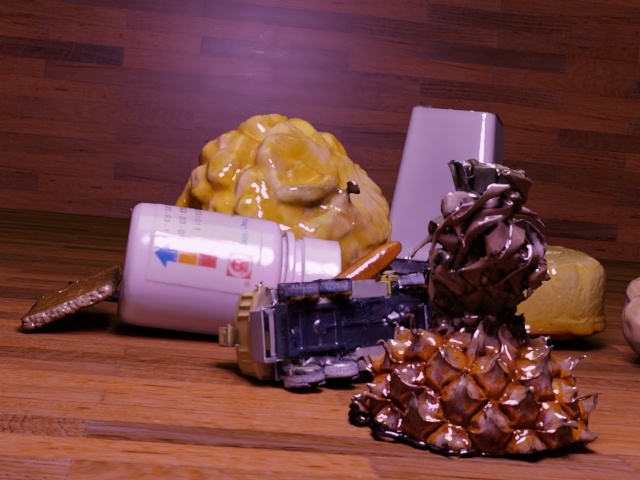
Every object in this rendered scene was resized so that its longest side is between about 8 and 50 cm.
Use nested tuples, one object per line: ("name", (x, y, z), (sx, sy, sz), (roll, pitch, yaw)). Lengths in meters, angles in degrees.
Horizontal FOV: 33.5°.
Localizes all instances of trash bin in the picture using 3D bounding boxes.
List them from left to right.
("trash bin", (0.284, -0.076, 2.187), (0.295, 0.368, 0.256), (7, -4, 19))

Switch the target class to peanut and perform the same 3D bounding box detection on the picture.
("peanut", (0.532, 0.118, 1.617), (0.149, 0.149, 0.313), (7, 11, 19))

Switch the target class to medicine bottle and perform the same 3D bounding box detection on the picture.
("medicine bottle", (-0.124, 0.048, 1.456), (0.292, 0.170, 0.170), (8, 4, -8))

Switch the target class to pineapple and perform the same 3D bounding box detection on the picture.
("pineapple", (0.164, 0.055, 1.071), (0.262, 0.272, 0.262), (5, 4, 0))

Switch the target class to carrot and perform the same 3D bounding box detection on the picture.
("carrot", (0.011, 0.072, 1.387), (0.247, 0.043, 0.043), (-36, 19, -17))

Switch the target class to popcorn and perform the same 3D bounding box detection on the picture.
("popcorn", (-0.076, -0.018, 1.704), (0.381, 0.349, 0.349), (-42, -23, 29))

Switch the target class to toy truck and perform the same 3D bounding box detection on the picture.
("toy truck", (0.012, 0.104, 1.283), (0.272, 0.124, 0.157), (-3, -2, -40))

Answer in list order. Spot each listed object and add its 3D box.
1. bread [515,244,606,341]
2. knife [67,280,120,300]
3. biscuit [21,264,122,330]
("bread", (0.328, 0.085, 1.719), (0.269, 0.148, 0.270), (2, 7, 0))
("knife", (-0.294, 0.094, 1.712), (0.245, 0.019, 0.072), (10, 2, 21))
("biscuit", (-0.339, 0.078, 1.473), (0.131, 0.025, 0.231), (-22, 8, -4))
